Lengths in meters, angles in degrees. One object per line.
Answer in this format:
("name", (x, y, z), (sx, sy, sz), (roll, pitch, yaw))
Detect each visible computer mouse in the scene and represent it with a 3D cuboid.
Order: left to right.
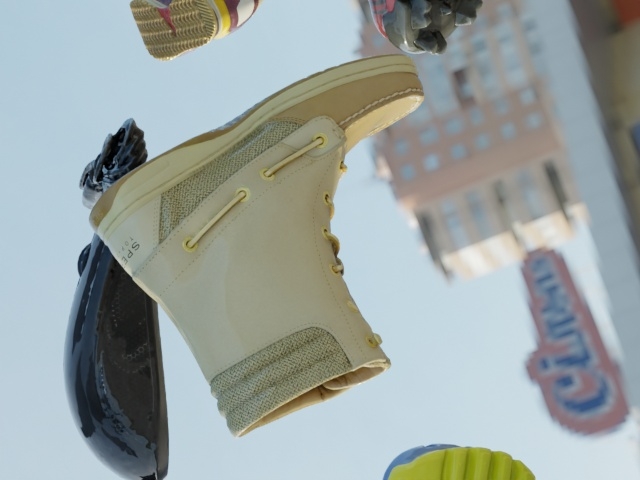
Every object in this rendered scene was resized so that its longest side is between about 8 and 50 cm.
("computer mouse", (-0.163, 0.055, 1.479), (0.188, 0.072, 0.272), (142, 123, -76))

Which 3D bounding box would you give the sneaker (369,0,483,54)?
("sneaker", (0.040, -0.256, 1.248), (0.097, 0.135, 0.276), (-14, -77, -51))

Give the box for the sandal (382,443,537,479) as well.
("sandal", (0.174, 0.263, 1.785), (0.317, 0.138, 0.126), (25, -100, -33))

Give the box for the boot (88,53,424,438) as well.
("boot", (0.000, 0.000, 1.347), (0.203, 0.262, 0.095), (56, 157, 13))

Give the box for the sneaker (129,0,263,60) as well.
("sneaker", (-0.110, -0.214, 1.821), (0.185, 0.084, 0.070), (7, 121, 61))
